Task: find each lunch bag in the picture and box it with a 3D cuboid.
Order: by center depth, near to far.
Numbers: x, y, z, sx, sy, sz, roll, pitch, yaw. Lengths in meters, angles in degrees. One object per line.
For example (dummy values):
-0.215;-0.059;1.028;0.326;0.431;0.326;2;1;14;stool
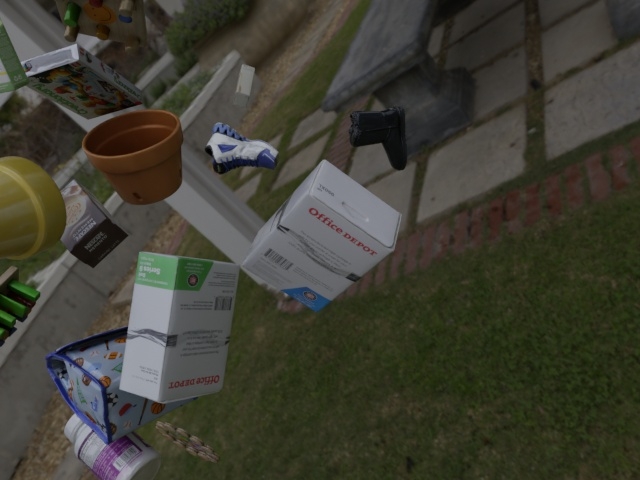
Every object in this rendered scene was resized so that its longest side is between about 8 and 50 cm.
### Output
-0.630;0.398;1.826;0.385;0.239;0.327;19;24;41;lunch bag

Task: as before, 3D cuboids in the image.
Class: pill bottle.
-0.665;0.661;1.844;0.301;0.169;0.169;31;73;22;pill bottle

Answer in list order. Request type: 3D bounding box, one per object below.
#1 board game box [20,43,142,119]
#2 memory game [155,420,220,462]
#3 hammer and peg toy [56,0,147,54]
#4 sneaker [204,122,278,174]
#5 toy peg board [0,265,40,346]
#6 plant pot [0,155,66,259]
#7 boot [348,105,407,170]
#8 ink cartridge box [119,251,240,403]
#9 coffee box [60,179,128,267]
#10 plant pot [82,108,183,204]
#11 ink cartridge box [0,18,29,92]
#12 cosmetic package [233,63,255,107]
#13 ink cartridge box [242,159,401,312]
-0.664;-0.434;1.625;0.193;0.053;0.305;-13;-11;12;board game box
-0.329;0.500;1.438;0.186;0.186;0.012;-16;36;48;memory game
-0.630;-0.694;1.668;0.361;0.265;0.127;127;150;-68;hammer and peg toy
-0.333;-0.328;2.327;0.182;0.315;0.127;-60;-13;-23;sneaker
-0.660;0.168;1.211;0.161;0.079;0.161;-61;2;43;toy peg board
-0.790;-0.053;1.385;0.254;0.254;0.239;-32;8;26;plant pot
0.207;-0.363;2.128;0.207;0.247;0.094;-12;24;-16;boot
-0.295;0.180;1.242;0.121;0.211;0.289;6;86;28;ink cartridge box
-0.683;-0.052;1.674;0.141;0.098;0.246;-46;53;-8;coffee box
-0.549;-0.246;1.782;0.290;0.204;0.291;-5;39;4;plant pot
-0.681;-0.394;1.105;0.171;0.235;0.056;-4;29;18;ink cartridge box
-0.227;-0.457;1.720;0.060;0.041;0.115;125;155;-55;cosmetic package
0.000;0.000;1.683;0.395;0.285;0.166;-43;19;43;ink cartridge box
